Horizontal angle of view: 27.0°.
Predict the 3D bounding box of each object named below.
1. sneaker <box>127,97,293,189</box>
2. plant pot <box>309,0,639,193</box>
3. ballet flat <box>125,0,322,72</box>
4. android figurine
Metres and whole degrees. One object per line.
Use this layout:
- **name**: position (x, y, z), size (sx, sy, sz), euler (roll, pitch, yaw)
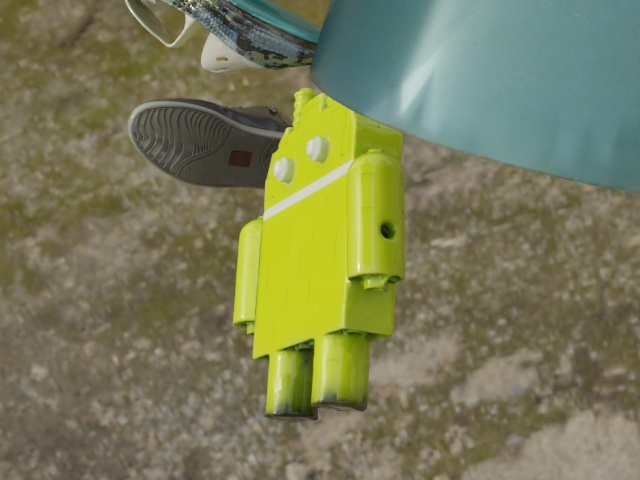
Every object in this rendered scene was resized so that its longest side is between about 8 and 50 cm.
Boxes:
- **sneaker**: position (-0.110, -0.111, 1.430), size (0.222, 0.083, 0.118), euler (14, 18, -26)
- **plant pot**: position (0.157, -0.175, 0.703), size (0.293, 0.235, 0.293), euler (9, 17, -3)
- **ballet flat**: position (-0.073, -0.148, 0.883), size (0.188, 0.070, 0.070), euler (36, 61, 25)
- **android figurine**: position (0.000, 0.000, 1.035), size (0.056, 0.273, 0.248), euler (9, -15, -24)
